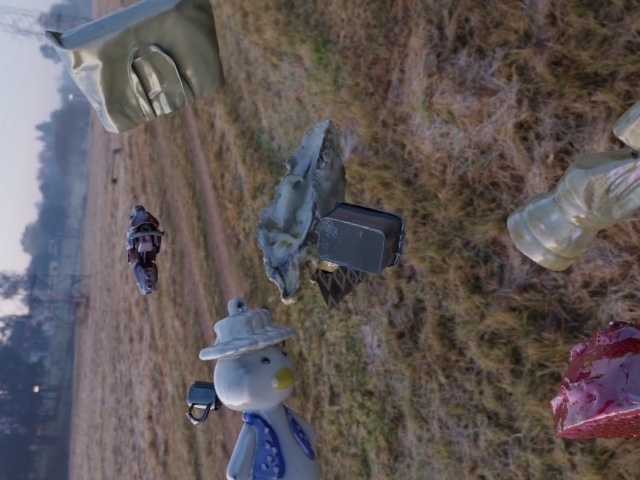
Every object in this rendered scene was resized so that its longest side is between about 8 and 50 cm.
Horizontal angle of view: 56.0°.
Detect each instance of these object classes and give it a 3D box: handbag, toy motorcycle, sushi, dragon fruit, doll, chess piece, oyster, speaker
[{"bbox_3d":[-0.354,-0.375,1.242,0.109,0.316,0.253,58,170,40],"label":"handbag"},{"bbox_3d":[-0.407,0.020,1.404,0.122,0.082,0.213,169,95,-65],"label":"toy motorcycle"},{"bbox_3d":[0.000,0.000,1.293,0.050,0.290,0.264,-19,97,24],"label":"sushi"},{"bbox_3d":[0.436,0.181,0.774,0.189,0.262,0.163,20,-113,-77],"label":"dragon fruit"},{"bbox_3d":[-0.065,0.210,0.716,0.119,0.138,0.293,-19,83,45],"label":"doll"},{"bbox_3d":[0.431,-0.081,0.903,0.301,0.137,0.137,-49,40,41],"label":"chess piece"},{"bbox_3d":[-0.019,-0.042,0.998,0.166,0.110,0.341,-30,47,28],"label":"oyster"},{"bbox_3d":[-0.255,0.349,1.311,0.094,0.075,0.060,-70,-17,-62],"label":"speaker"}]

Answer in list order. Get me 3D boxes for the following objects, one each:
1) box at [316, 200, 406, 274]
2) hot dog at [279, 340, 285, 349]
[{"bbox_3d":[0.055,-0.002,0.865,0.069,0.122,0.084,-32,-48,-61],"label":"box"},{"bbox_3d":[-0.109,0.240,1.335,0.083,0.035,0.058,-37,37,15],"label":"hot dog"}]
